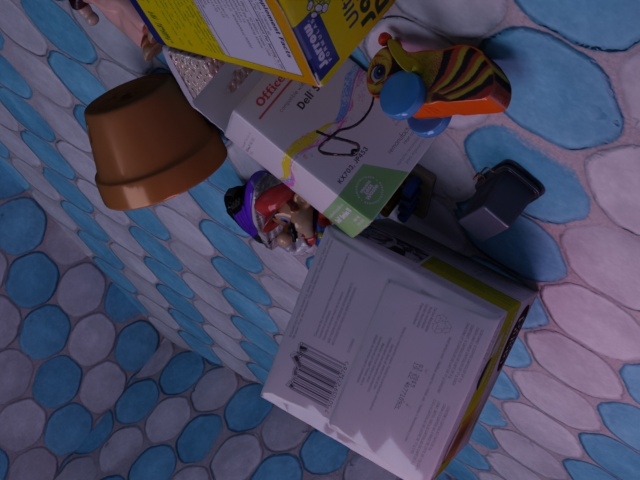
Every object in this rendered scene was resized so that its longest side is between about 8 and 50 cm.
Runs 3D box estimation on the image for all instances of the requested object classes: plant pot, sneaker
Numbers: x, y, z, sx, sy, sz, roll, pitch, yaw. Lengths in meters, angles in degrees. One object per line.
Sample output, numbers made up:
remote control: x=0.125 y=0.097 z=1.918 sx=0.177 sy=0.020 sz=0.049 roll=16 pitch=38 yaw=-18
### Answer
plant pot: x=-0.368 y=-0.222 z=2.143 sx=0.291 sy=0.291 sz=0.203 roll=13 pitch=132 yaw=49
sneaker: x=-0.162 y=-0.083 z=2.310 sx=0.146 sy=0.102 sz=0.293 roll=32 pitch=159 yaw=17

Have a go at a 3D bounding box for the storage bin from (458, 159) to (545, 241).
storage bin: x=0.280 y=-0.061 z=1.634 sx=0.098 sy=0.091 sz=0.135 roll=39 pitch=159 yaw=-5

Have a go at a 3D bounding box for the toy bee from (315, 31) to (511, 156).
toy bee: x=0.125 y=-0.237 z=1.455 sx=0.298 sy=0.162 sz=0.195 roll=-4 pitch=162 yaw=16

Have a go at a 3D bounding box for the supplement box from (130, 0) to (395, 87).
supplement box: x=-0.105 y=-0.382 z=1.436 sx=0.356 sy=0.195 sz=0.194 roll=22 pitch=155 yaw=38

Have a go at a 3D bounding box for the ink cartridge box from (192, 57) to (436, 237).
ink cartridge box: x=-0.012 y=-0.199 z=1.652 sx=0.353 sy=0.207 sz=0.119 roll=38 pitch=162 yaw=-3

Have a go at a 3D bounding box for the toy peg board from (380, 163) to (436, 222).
toy peg board: x=0.116 y=-0.094 z=1.853 sx=0.160 sy=0.079 sz=0.161 roll=33 pitch=160 yaw=13

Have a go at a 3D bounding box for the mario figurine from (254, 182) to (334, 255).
mario figurine: x=0.000 y=0.000 z=2.109 sx=0.320 sy=0.170 sz=0.198 roll=27 pitch=124 yaw=7

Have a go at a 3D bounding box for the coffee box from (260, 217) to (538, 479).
coffee box: x=0.152 y=0.184 z=1.833 sx=0.338 sy=0.338 sz=0.334 roll=27 pitch=-167 yaw=18

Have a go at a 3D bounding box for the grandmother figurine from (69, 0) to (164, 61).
grandmother figurine: x=-0.431 y=-0.485 z=1.914 sx=0.342 sy=0.104 sz=0.208 roll=40 pitch=141 yaw=2

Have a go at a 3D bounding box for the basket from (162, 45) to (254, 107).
basket: x=-0.194 y=-0.318 z=1.845 sx=0.103 sy=0.113 sz=0.167 roll=21 pitch=154 yaw=29
